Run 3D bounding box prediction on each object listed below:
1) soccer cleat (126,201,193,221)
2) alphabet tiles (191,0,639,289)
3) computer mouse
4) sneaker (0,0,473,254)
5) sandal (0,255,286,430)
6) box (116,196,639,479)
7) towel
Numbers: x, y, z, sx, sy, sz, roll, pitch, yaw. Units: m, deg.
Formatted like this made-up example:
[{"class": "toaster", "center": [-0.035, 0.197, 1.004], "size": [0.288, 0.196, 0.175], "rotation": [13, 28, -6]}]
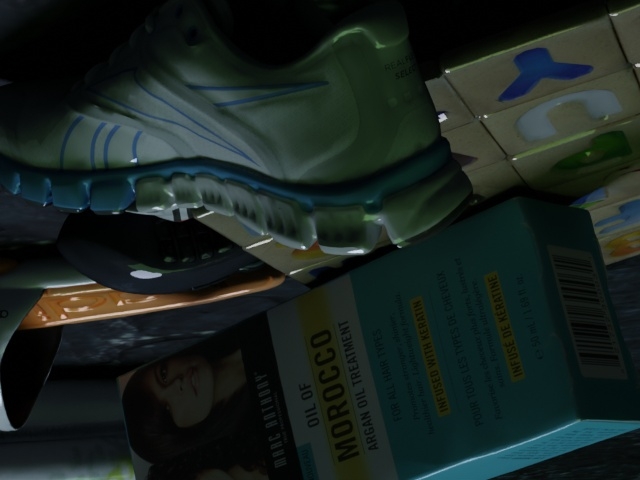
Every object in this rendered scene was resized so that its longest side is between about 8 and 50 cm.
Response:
[{"class": "soccer cleat", "center": [-0.050, -0.025, 0.699], "size": [0.035, 0.029, 0.083], "rotation": [-2, 170, -35]}, {"class": "alphabet tiles", "center": [0.115, -0.031, 0.717], "size": [0.285, 0.011, 0.342], "rotation": [-19, 164, 12]}, {"class": "computer mouse", "center": [0.000, 0.000, 0.793], "size": [0.242, 0.041, 0.071], "rotation": [-4, 164, -17]}, {"class": "sneaker", "center": [-0.039, -0.052, 0.544], "size": [0.190, 0.083, 0.071], "rotation": [6, -152, 37]}, {"class": "sandal", "center": [-0.143, 0.052, 0.846], "size": [0.265, 0.076, 0.102], "rotation": [-9, 165, 5]}, {"class": "box", "center": [0.019, 0.071, 0.779], "size": [0.244, 0.100, 0.060], "rotation": [-26, 159, 34]}, {"class": "towel", "center": [-0.300, 0.164, 1.193], "size": [0.374, 0.090, 0.320], "rotation": [-1, 161, -24]}]
